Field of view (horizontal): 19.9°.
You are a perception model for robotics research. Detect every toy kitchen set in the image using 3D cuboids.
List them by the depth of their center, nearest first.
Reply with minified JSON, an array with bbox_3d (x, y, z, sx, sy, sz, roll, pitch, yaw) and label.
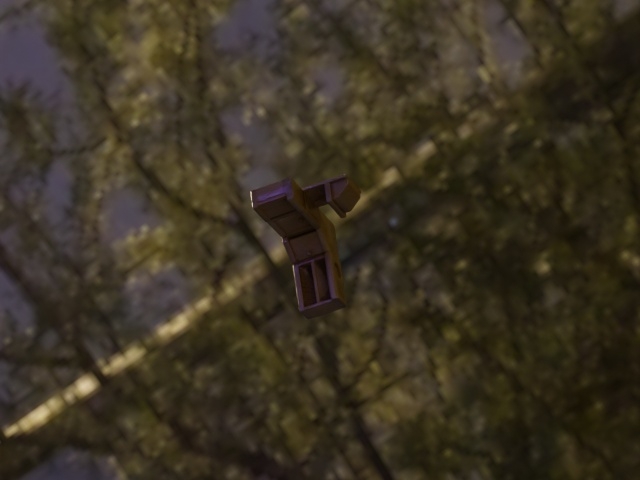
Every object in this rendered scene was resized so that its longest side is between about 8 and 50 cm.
[{"bbox_3d":[0.000,0.000,1.346,0.083,0.068,0.075,46,-150,-55],"label":"toy kitchen set"}]
